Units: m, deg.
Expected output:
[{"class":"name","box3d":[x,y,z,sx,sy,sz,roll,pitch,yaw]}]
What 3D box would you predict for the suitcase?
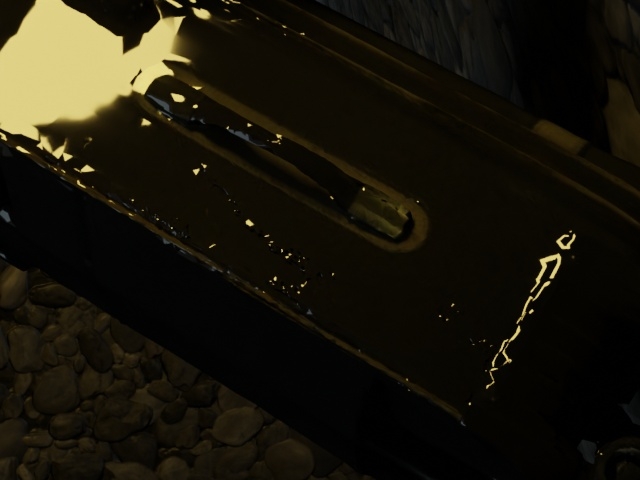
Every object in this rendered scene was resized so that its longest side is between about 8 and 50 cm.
[{"class":"suitcase","box3d":[0.000,0.000,0.769,0.434,0.194,0.283,29,164,13]}]
